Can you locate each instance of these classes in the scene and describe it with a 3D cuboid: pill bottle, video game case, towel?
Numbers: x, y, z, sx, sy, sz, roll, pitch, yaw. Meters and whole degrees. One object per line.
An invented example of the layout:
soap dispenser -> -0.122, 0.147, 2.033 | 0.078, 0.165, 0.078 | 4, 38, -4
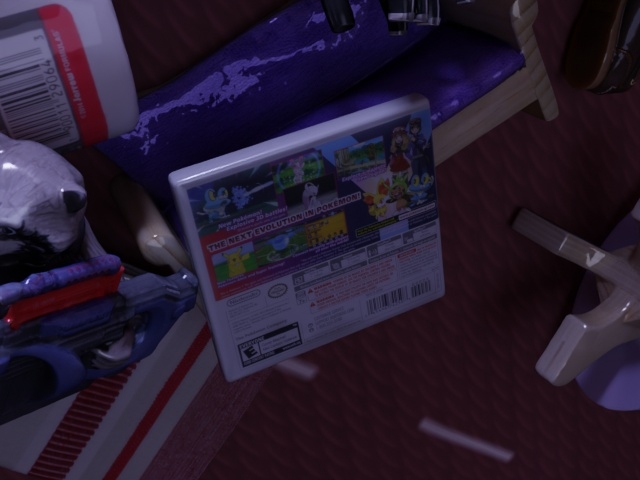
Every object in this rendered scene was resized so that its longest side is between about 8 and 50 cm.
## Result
pill bottle -> -0.296, -0.108, 0.554 | 0.318, 0.176, 0.176 | -21, 120, -15
video game case -> 0.000, 0.000, 0.652 | 0.201, 0.023, 0.184 | -20, 124, -16
towel -> -0.218, 0.121, 0.772 | 0.328, 0.037, 0.237 | 26, 106, -30

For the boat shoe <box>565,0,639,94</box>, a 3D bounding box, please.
boat shoe -> 0.304, -0.244, 0.827 | 0.073, 0.073, 0.207 | 0, 120, -26

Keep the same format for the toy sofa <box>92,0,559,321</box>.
toy sofa -> 0.000, -0.101, 0.707 | 0.362, 0.150, 0.177 | -34, 123, -7

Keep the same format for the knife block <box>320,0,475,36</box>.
knife block -> 0.013, -0.280, 0.585 | 0.088, 0.242, 0.275 | -17, 133, 37

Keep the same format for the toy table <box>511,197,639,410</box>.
toy table -> 0.333, 0.050, 0.885 | 0.160, 0.252, 0.275 | 16, 95, -45

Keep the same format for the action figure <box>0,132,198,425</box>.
action figure -> -0.262, 0.060, 0.522 | 0.330, 0.179, 0.341 | -45, 165, 25
